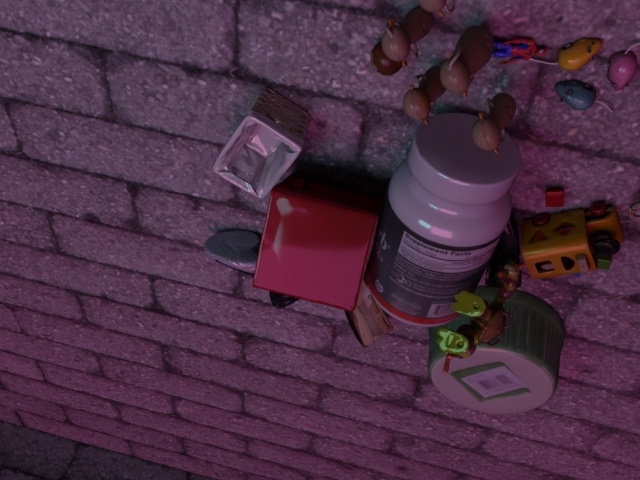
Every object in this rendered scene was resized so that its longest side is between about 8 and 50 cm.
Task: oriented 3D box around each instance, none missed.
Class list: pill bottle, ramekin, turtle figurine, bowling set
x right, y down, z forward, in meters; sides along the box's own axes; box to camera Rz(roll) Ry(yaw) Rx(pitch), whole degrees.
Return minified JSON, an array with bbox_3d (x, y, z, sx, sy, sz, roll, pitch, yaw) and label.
[{"bbox_3d":[0.209,-0.028,1.109,0.210,0.210,0.363,14,138,4],"label":"pill bottle"},{"bbox_3d":[0.382,0.255,1.403,0.303,0.148,0.303,10,139,9],"label":"ramekin"},{"bbox_3d":[0.283,0.155,1.133,0.087,0.217,0.270,42,109,25],"label":"turtle figurine"},{"bbox_3d":[0.150,-0.245,0.912,0.199,0.154,0.287,-10,120,38],"label":"bowling set"}]

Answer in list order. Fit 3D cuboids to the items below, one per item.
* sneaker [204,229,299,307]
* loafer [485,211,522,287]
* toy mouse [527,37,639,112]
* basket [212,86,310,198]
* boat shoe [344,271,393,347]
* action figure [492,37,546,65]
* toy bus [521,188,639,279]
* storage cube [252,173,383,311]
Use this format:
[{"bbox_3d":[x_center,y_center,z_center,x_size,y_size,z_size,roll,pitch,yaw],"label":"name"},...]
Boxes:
[{"bbox_3d":[-0.129,0.072,1.420,0.268,0.101,0.153,11,136,5],"label":"sneaker"},{"bbox_3d":[0.342,0.020,1.213,0.078,0.076,0.223,-7,137,14],"label":"loafer"},{"bbox_3d":[0.412,-0.235,0.942,0.161,0.031,0.143,-15,129,32],"label":"toy mouse"},{"bbox_3d":[-0.103,-0.176,1.139,0.113,0.103,0.167,31,138,-14],"label":"basket"},{"bbox_3d":[0.092,0.112,1.401,0.098,0.109,0.302,-26,127,-6],"label":"boat shoe"},{"bbox_3d":[0.277,-0.284,0.943,0.115,0.030,0.038,5,133,12],"label":"action figure"},{"bbox_3d":[0.464,0.008,1.136,0.190,0.104,0.202,19,140,-2],"label":"toy bus"},{"bbox_3d":[0.000,0.000,1.186,0.193,0.184,0.215,13,105,5],"label":"storage cube"}]
